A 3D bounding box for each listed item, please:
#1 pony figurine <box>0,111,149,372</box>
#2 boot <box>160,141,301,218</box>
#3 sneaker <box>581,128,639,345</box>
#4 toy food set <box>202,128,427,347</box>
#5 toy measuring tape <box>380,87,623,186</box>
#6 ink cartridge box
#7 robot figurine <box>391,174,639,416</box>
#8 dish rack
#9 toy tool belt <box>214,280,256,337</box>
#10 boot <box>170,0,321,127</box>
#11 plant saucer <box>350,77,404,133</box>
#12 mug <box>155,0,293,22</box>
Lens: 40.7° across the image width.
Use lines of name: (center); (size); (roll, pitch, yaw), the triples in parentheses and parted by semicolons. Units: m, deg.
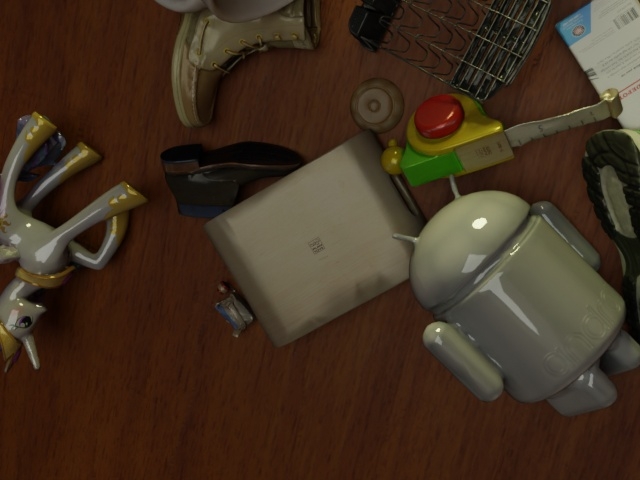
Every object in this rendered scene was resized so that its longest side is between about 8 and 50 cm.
pony figurine: (-0.498, -0.016, 1.376); (0.351, 0.303, 0.363); (38, 91, 0)
boot: (-0.134, -0.092, 1.348); (0.219, 0.082, 0.106); (2, 123, 9)
sneaker: (0.496, 0.023, 1.129); (0.182, 0.158, 0.410); (-23, 104, -9)
toy food set: (0.000, 0.000, 1.303); (0.306, 0.092, 0.220); (-30, 93, 11)
toy measuring tape: (0.236, -0.166, 1.190); (0.330, 0.121, 0.121); (-18, 92, 18)
ink cartridge box: (0.407, -0.240, 1.155); (0.104, 0.060, 0.180); (-32, 88, 19)
robot figurine: (0.262, 0.074, 1.162); (0.353, 0.300, 0.200); (44, 150, 1)
dish rack: (0.178, -0.316, 1.174); (0.271, 0.074, 0.208); (34, 108, 26)
toy tool belt: (-0.146, 0.111, 1.377); (0.051, 0.052, 0.083); (-45, 83, 9)
boot: (-0.108, -0.287, 1.288); (0.203, 0.095, 0.262); (10, 94, 14)
plant saucer: (0.082, -0.200, 1.283); (0.083, 0.015, 0.083); (2, 99, 17)
mug: (-0.152, -0.470, 1.138); (0.328, 0.276, 0.374); (52, 133, 9)
